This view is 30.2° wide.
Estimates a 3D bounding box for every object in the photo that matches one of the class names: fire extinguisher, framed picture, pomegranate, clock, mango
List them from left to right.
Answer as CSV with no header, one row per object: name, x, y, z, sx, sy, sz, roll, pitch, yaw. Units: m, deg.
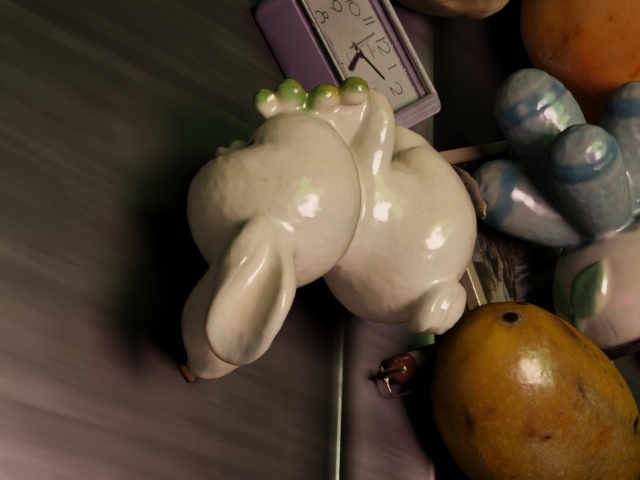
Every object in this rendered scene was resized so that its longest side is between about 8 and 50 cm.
clock,0.033,-0.195,1.274,0.145,0.073,0.193,-33,97,-48
fire extinguisher,0.110,0.134,1.239,0.173,0.035,0.049,-11,119,-48
framed picture,0.241,0.036,1.424,0.240,0.020,0.324,-11,80,-48
mango,0.241,0.192,1.238,0.329,0.176,0.175,38,40,-29
pomegranate,0.462,-0.268,1.519,0.411,0.411,0.411,21,58,-39

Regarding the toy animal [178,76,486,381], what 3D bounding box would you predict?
toy animal,-0.003,-0.005,1.066,0.310,0.183,0.247,6,68,-44

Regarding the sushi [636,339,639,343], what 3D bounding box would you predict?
sushi,0.440,0.139,1.565,0.050,0.047,0.099,45,43,-48

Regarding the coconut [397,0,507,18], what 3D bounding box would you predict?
coconut,0.151,-0.360,1.365,0.224,0.224,0.224,21,58,-39

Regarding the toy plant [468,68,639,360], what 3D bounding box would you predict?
toy plant,0.309,-0.052,1.360,0.247,0.247,0.332,-37,98,-48
